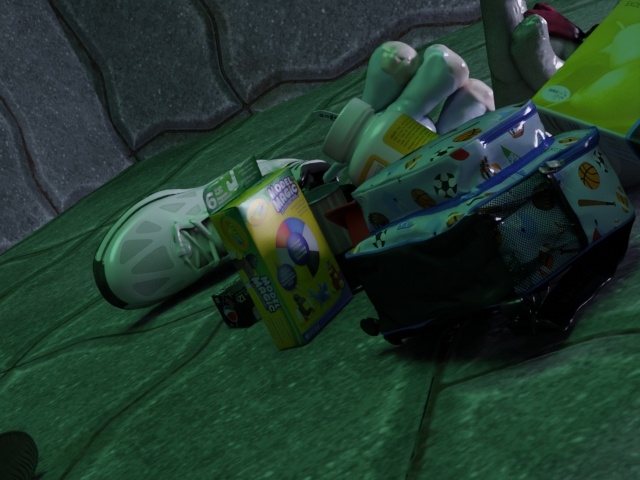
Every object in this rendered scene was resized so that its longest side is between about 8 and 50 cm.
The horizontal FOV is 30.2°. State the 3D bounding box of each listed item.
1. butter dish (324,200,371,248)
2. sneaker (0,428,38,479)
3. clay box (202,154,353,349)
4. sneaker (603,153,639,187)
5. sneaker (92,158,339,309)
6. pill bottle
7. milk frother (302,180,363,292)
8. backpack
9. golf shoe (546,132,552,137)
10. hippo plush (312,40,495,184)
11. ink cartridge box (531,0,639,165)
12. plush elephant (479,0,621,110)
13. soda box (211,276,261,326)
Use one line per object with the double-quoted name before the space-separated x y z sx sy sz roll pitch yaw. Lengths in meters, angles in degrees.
"butter dish" 0.110 0.007 1.432 0.159 0.118 0.160 -19 -27 31
"sneaker" -0.436 0.298 1.380 0.118 0.083 0.222 -15 18 40
"clay box" -0.052 0.008 1.472 0.053 0.222 0.127 -15 17 37
"sneaker" 0.303 -0.079 1.443 0.252 0.103 0.111 -20 17 51
"sneaker" -0.151 -0.037 1.950 0.447 0.169 0.257 -32 12 -35
"pill bottle" 0.111 -0.098 1.561 0.118 0.208 0.117 -56 -9 -14
"milk frother" 0.000 0.000 1.597 0.143 0.135 0.129 -19 14 27
"backpack" 0.180 -0.023 1.232 0.263 0.213 0.276 -22 6 -33
"golf shoe" 0.310 -0.167 1.773 0.067 0.086 0.186 -23 15 7
"hippo plush" 0.116 -0.147 1.728 0.294 0.234 0.236 -4 30 11
"ink cartridge box" 0.420 -0.213 1.296 0.307 0.072 0.303 -50 28 -3
"plush elephant" 0.356 -0.239 1.578 0.255 0.330 0.272 -6 5 12
"soda box" -0.068 0.058 1.679 0.169 0.053 0.060 -35 16 -33
